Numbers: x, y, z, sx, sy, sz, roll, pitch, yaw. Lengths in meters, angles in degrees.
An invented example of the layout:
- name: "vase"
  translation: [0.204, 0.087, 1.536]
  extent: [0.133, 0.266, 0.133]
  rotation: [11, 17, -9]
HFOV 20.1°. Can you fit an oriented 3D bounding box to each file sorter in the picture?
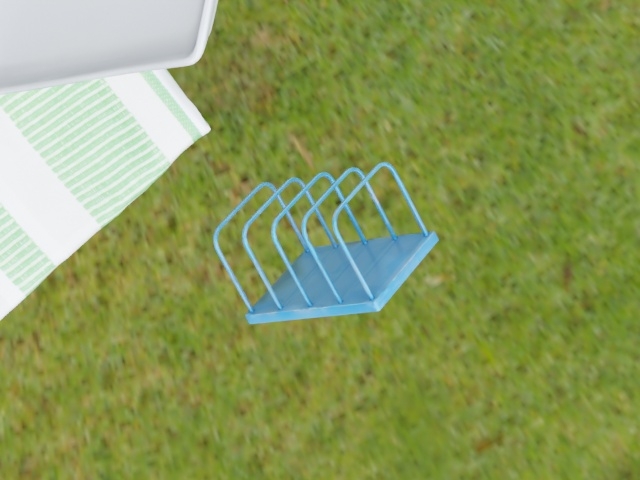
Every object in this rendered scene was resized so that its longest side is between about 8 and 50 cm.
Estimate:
- name: "file sorter"
  translation: [0.000, 0.000, 1.733]
  extent: [0.170, 0.118, 0.104]
  rotation: [-7, 120, 42]

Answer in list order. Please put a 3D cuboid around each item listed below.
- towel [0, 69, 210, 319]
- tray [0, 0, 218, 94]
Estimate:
- name: "towel"
  translation: [-0.271, -0.070, 1.405]
  extent: [0.325, 0.038, 0.248]
  rotation: [-42, 117, -10]
- name: "tray"
  translation: [-0.140, -0.159, 1.111]
  extent: [0.030, 0.270, 0.145]
  rotation: [22, 73, -41]
